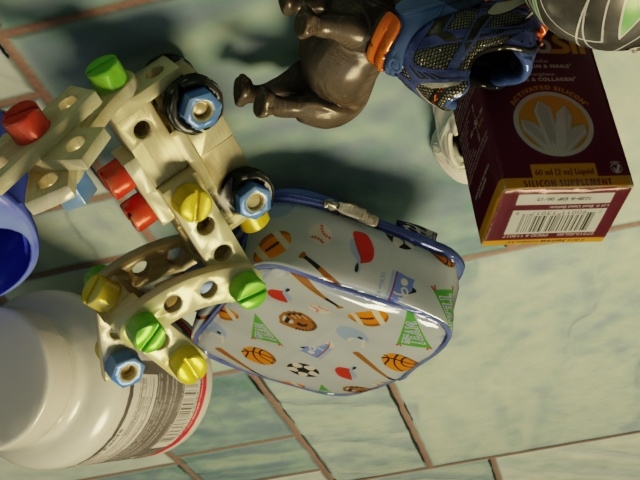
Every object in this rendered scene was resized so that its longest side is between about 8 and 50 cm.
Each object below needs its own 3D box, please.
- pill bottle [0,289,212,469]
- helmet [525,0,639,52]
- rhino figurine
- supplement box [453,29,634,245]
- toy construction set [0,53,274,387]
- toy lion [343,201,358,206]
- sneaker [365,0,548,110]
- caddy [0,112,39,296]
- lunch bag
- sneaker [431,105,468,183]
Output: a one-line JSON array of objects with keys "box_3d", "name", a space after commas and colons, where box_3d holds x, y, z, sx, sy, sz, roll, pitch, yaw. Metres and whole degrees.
[{"box_3d": [-0.249, 0.143, 1.113, 0.176, 0.176, 0.318, -16, 168, 15], "name": "pill bottle"}, {"box_3d": [0.203, -0.210, 0.720, 0.161, 0.169, 0.169, -32, 143, 10], "name": "helmet"}, {"box_3d": [0.023, -0.171, 0.836, 0.106, 0.073, 0.243, 0, 147, -28], "name": "rhino figurine"}, {"box_3d": [0.170, -0.095, 0.874, 0.104, 0.188, 0.081, -2, 148, -8], "name": "supplement box"}, {"box_3d": [-0.151, -0.024, 0.890, 0.215, 0.151, 0.328, -36, 143, -10], "name": "toy construction set"}, {"box_3d": [0.000, 0.000, 1.158, 0.096, 0.034, 0.100, -3, 149, 10], "name": "toy lion"}, {"box_3d": [0.137, -0.156, 0.813, 0.221, 0.087, 0.083, -29, 163, -25], "name": "sneaker"}, {"box_3d": [-0.399, -0.013, 0.917, 0.341, 0.179, 0.241, -20, 145, 21], "name": "caddy"}, {"box_3d": [-0.005, 0.059, 1.123, 0.243, 0.115, 0.303, 21, 150, -13], "name": "lunch bag"}, {"box_3d": [0.129, -0.087, 1.005, 0.053, 0.061, 0.152, -13, 150, 7], "name": "sneaker"}]
